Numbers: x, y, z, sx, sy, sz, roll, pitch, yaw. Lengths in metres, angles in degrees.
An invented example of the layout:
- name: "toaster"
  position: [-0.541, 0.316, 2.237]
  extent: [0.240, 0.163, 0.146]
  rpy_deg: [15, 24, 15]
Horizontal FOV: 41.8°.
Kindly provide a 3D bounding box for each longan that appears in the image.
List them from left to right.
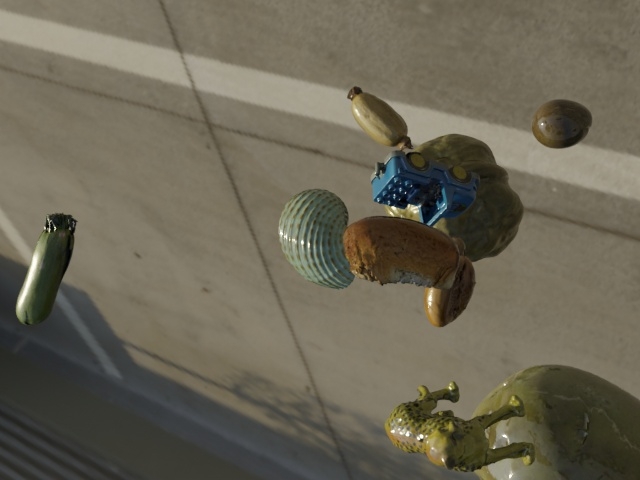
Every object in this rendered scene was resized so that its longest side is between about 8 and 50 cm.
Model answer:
- name: "longan"
  position: [0.448, -0.216, 1.554]
  extent: [0.113, 0.092, 0.113]
  rpy_deg: [-6, 167, -1]

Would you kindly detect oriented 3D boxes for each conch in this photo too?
- name: "conch"
  position: [-0.007, 0.000, 1.188]
  extent: [0.153, 0.102, 0.135]
  rpy_deg: [-117, 27, -58]

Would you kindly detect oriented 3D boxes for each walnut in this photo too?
- name: "walnut"
  position: [0.294, -0.086, 1.868]
  extent: [0.282, 0.277, 0.253]
  rpy_deg: [-121, 17, -48]

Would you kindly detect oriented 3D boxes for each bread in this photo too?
- name: "bread"
  position: [0.093, 0.010, 0.946]
  extent: [0.129, 0.126, 0.044]
  rpy_deg: [11, 119, -8]

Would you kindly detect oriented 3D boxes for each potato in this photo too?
- name: "potato"
  position: [0.367, 0.317, 1.159]
  extent: [0.326, 0.243, 0.221]
  rpy_deg: [31, 152, 4]

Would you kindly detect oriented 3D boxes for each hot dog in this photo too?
- name: "hot dog"
  position: [0.201, 0.066, 1.315]
  extent: [0.090, 0.140, 0.060]
  rpy_deg: [2, -164, -45]

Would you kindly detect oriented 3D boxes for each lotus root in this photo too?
- name: "lotus root"
  position: [0.103, -0.202, 1.431]
  extent: [0.150, 0.062, 0.073]
  rpy_deg: [45, -168, 9]

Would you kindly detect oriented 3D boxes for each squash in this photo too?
- name: "squash"
  position: [-0.369, 0.043, 1.126]
  extent: [0.052, 0.052, 0.183]
  rpy_deg: [31, 114, 6]

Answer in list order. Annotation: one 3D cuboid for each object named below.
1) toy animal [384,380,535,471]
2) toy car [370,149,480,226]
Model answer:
- name: "toy animal"
  position: [0.120, 0.193, 0.871]
  extent: [0.181, 0.136, 0.073]
  rpy_deg: [10, 104, 55]
- name: "toy car"
  position: [0.180, -0.080, 1.442]
  extent: [0.191, 0.100, 0.097]
  rpy_deg: [13, 146, -20]
